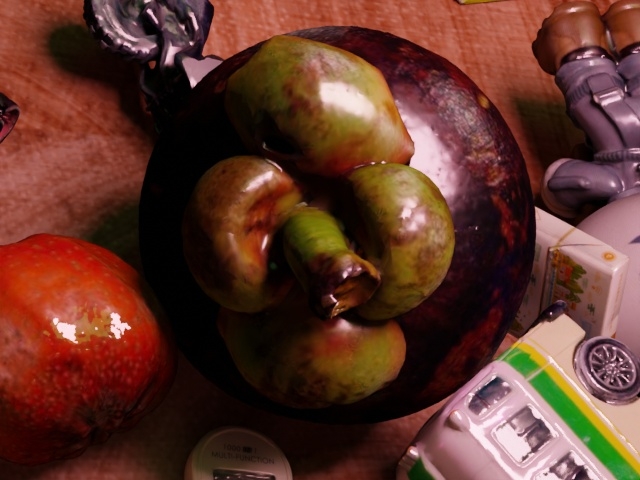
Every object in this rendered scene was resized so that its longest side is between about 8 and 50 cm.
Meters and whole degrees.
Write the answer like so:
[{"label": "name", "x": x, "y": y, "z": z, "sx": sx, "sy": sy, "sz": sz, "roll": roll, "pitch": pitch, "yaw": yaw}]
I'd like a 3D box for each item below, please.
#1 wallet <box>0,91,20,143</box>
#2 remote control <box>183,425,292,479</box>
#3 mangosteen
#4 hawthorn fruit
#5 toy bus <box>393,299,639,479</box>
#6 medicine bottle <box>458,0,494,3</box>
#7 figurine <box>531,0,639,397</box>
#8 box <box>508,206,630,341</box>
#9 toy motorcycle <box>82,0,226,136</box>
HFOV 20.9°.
[{"label": "wallet", "x": -0.383, "y": -0.092, "z": 1.268, "sx": 0.221, "sy": 0.071, "sz": 0.262, "roll": 41, "pitch": 53, "yaw": 6}, {"label": "remote control", "x": -0.053, "y": 0.230, "z": 1.200, "sx": 0.078, "sy": 0.042, "sz": 0.221, "roll": 9, "pitch": 50, "yaw": -21}, {"label": "mangosteen", "x": 0.011, "y": -0.007, "z": 1.229, "sx": 0.311, "sy": 0.311, "sz": 0.311, "roll": 15, "pitch": 49, "yaw": -17}, {"label": "hawthorn fruit", "x": -0.196, "y": 0.057, "z": 1.185, "sx": 0.157, "sy": 0.157, "sz": 0.194, "roll": -31, "pitch": 76, "yaw": -41}, {"label": "toy bus", "x": 0.207, "y": 0.219, "z": 1.279, "sx": 0.179, "sy": 0.143, "sz": 0.305, "roll": -31, "pitch": 74, "yaw": -39}, {"label": "medicine bottle", "x": 0.229, "y": -0.337, "z": 1.741, "sx": 0.250, "sy": 0.141, "sz": 0.137, "roll": -10, "pitch": 56, "yaw": -34}, {"label": "figurine", "x": 0.269, "y": -0.017, "z": 1.475, "sx": 0.261, "sy": 0.186, "sz": 0.382, "roll": -10, "pitch": 61, "yaw": -4}, {"label": "box", "x": 0.138, "y": 0.014, "z": 1.372, "sx": 0.220, "sy": 0.122, "sz": 0.032, "roll": 30, "pitch": 48, "yaw": 28}, {"label": "toy motorcycle", "x": -0.070, "y": -0.126, "z": 1.426, "sx": 0.159, "sy": 0.106, "sz": 0.270, "roll": -38, "pitch": 92, "yaw": -38}]
